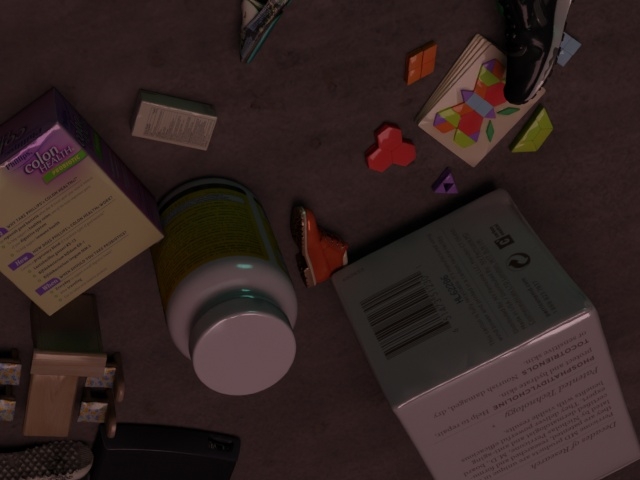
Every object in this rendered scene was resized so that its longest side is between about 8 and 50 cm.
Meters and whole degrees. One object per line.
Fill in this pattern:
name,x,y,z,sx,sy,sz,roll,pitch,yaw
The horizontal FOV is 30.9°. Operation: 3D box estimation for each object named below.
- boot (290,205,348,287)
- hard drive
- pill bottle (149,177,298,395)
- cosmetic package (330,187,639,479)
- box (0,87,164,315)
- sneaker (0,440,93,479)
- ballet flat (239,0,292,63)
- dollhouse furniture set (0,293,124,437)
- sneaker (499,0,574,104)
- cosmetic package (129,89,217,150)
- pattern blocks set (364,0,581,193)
boot,0.000,0.000,1.847,0.085,0.059,0.158,-18,134,-8
hard drive,-0.277,0.407,2.028,0.255,0.054,0.172,10,119,-22
pill bottle,-0.139,0.065,1.675,0.188,0.334,0.187,-7,123,-11
cosmetic package,0.267,0.202,1.868,0.327,0.329,0.393,-28,131,1
box,-0.386,-0.052,1.662,0.214,0.117,0.243,-34,126,8
sneaker,-0.530,0.426,1.939,0.293,0.102,0.146,-1,123,-16
ballet flat,-0.071,-0.335,1.611,0.070,0.070,0.188,30,108,-30
dollhouse furniture set,-0.411,0.224,1.806,0.212,0.161,0.242,5,120,-19
sneaker,0.292,-0.342,1.675,0.124,0.107,0.283,15,100,-10
cosmetic package,-0.213,-0.174,1.678,0.115,0.041,0.060,12,119,-22
pattern blocks set,0.244,-0.213,1.794,0.285,0.026,0.324,17,116,-25
